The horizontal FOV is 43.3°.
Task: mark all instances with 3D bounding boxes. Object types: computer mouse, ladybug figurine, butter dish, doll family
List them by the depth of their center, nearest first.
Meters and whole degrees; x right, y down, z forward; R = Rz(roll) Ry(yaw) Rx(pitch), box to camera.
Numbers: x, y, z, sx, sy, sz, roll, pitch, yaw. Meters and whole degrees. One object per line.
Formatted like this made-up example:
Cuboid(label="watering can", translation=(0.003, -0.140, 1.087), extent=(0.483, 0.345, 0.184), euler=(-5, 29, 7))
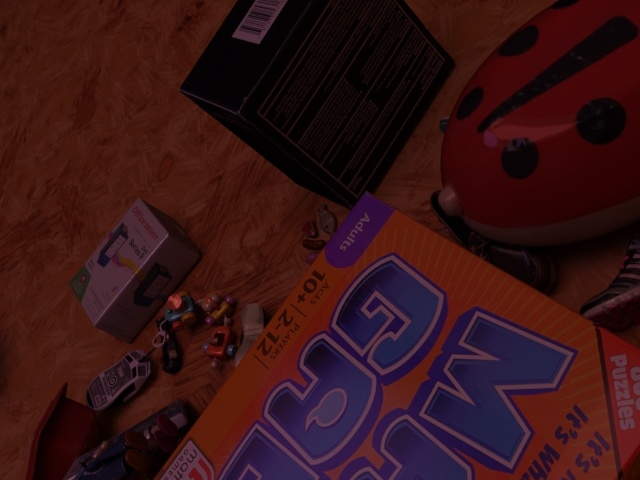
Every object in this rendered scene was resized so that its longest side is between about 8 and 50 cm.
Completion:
Cuboid(label="ladybug figurine", translation=(0.328, -0.175, 0.967), extent=(0.449, 0.162, 0.305), euler=(-38, 56, 3))
Cuboid(label="doll family", translation=(-0.275, 0.317, 0.979), extent=(0.163, 0.118, 0.263), euler=(-42, 24, 20))
Cuboid(label="butter dish", translation=(-0.406, 0.343, 1.323), extent=(0.160, 0.118, 0.160), euler=(-88, 15, -66))
Cuboid(label="computer mouse", translation=(-0.318, 0.225, 1.377), extent=(0.193, 0.042, 0.106), euler=(-38, 51, 7))

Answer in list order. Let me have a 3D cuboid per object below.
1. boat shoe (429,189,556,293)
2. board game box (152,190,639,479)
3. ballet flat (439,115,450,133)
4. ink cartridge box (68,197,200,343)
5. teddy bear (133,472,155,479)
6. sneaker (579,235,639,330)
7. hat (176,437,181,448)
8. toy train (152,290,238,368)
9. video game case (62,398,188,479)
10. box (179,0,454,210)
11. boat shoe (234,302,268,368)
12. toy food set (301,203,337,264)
Cuboid(label="boat shoe", translation=(0.216, 0.000, 1.053), extent=(0.207, 0.073, 0.073), euler=(47, 116, 45))
Cuboid(label="board game box", translation=(0.139, 0.238, 0.776), extent=(0.356, 0.356, 0.356), euler=(-54, 45, -2))
Cuboid(label="ballet flat", translation=(0.250, -0.156, 1.146), extent=(0.168, 0.057, 0.052), euler=(24, 70, 35))
Cuboid(label="ink cartridge box", translation=(-0.337, 0.051, 1.459), extent=(0.212, 0.093, 0.154), euler=(-49, 44, 2))
Cuboid(label="teddy bear", translation=(-0.327, 0.468, 1.207), extent=(0.338, 0.113, 0.245), euler=(-56, 37, 8))
Cuboid(label="sneaker", translation=(0.365, 0.038, 0.925), extent=(0.170, 0.063, 0.075), euler=(-36, 48, 10))
Cuboid(label="hat", translation=(-0.108, 0.395, 1.002), extent=(0.208, 0.183, 0.173), euler=(27, 82, 45))
Cuboid(label="toy train", translation=(-0.204, 0.135, 1.313), extent=(0.166, 0.046, 0.125), euler=(6, 62, 27))
Cuboid(label="video game case", translation=(-0.285, 0.299, 1.195), extent=(0.190, 0.022, 0.173), euler=(-29, 2, -11))
Cuboid(label="box", translation=(0.001, -0.251, 1.226), extent=(0.182, 0.294, 0.296), euler=(28, 84, 47))
Cuboid(label="boat shoe", translation=(-0.103, 0.164, 1.241), extent=(0.049, 0.042, 0.133), euler=(-3, 61, 9))
Cuboid(label="toy food set", translation=(0.000, 0.000, 1.269), extent=(0.078, 0.019, 0.122), euler=(-42, 46, 11))
